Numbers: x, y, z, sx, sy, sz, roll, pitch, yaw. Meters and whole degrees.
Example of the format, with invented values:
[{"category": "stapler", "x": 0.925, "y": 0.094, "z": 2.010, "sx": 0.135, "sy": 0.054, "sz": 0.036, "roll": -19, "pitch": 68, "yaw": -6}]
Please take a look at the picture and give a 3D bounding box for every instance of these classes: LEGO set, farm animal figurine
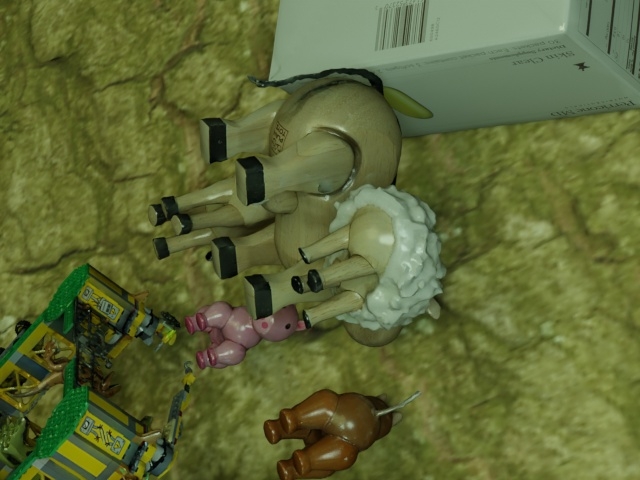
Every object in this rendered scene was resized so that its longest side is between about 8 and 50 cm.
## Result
[{"category": "LEGO set", "x": -0.181, "y": 0.192, "z": 1.096, "sx": 0.255, "sy": 0.192, "sz": 0.331, "roll": -50, "pitch": 22, "yaw": 4}, {"category": "farm animal figurine", "x": 0.000, "y": 0.000, "z": 1.026, "sx": 0.330, "sy": 0.172, "sz": 0.326, "roll": 57, "pitch": 154, "yaw": 36}]

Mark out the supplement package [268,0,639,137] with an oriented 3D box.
[{"category": "supplement package", "x": 0.115, "y": -0.204, "z": 1.025, "sx": 0.262, "sy": 0.145, "sz": 0.204, "roll": -4, "pitch": 72, "yaw": 39}]
